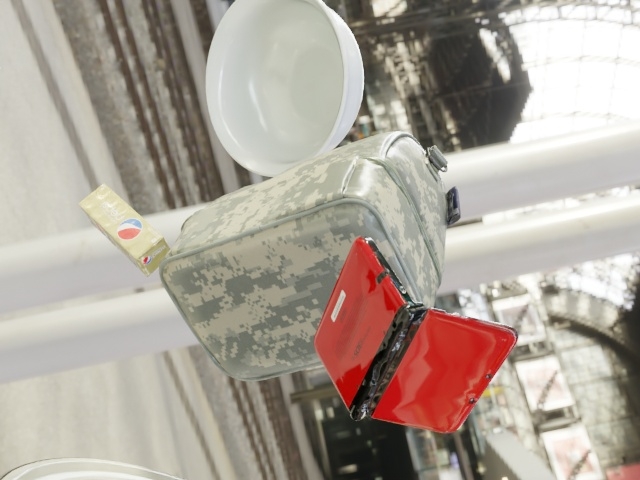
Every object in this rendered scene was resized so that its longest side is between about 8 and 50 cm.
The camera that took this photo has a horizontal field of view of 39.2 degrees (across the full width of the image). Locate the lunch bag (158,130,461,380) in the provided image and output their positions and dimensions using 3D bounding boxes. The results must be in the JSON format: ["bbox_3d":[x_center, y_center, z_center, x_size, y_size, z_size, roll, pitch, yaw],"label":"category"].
[{"bbox_3d":[0.000,0.000,1.081,0.212,0.305,0.256,59,27,-25],"label":"lunch bag"}]

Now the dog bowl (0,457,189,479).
[{"bbox_3d":[-0.146,0.368,0.848,0.408,0.408,0.150,-121,-125,-86],"label":"dog bowl"}]

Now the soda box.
[{"bbox_3d":[-0.335,-0.020,1.543,0.181,0.061,0.058,39,-18,30],"label":"soda box"}]

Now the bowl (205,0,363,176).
[{"bbox_3d":[-0.034,-0.250,1.419,0.134,0.298,0.298,-7,84,-49],"label":"bowl"}]

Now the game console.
[{"bbox_3d":[0.070,0.078,0.723,0.124,0.085,0.144,58,-36,34],"label":"game console"}]
